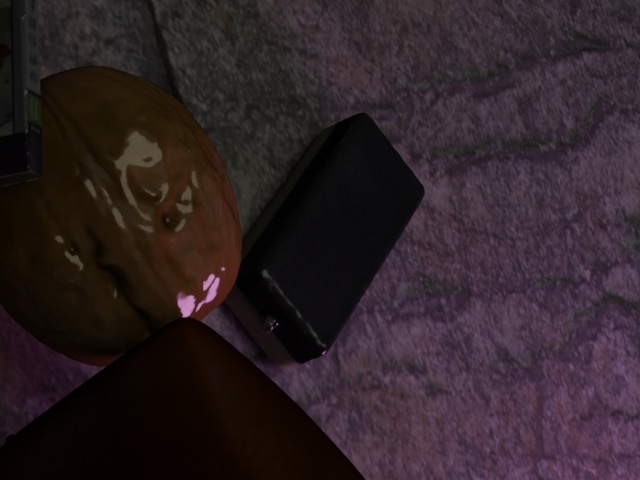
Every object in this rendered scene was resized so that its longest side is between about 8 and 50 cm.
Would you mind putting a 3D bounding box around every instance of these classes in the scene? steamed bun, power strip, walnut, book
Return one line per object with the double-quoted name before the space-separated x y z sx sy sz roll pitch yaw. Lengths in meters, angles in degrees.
"steamed bun" -0.050 0.255 1.224 0.379 0.235 0.248 54 6 -20
"power strip" 0.000 0.000 1.568 0.105 0.070 0.257 51 42 -17
"walnut" -0.161 -0.017 1.307 0.222 0.195 0.195 60 41 -19
"book" -0.271 -0.138 1.254 0.026 0.157 0.231 32 50 -62

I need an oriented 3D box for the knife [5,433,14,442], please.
"knife" -0.265 0.208 1.222 0.045 0.021 0.222 61 37 -12
